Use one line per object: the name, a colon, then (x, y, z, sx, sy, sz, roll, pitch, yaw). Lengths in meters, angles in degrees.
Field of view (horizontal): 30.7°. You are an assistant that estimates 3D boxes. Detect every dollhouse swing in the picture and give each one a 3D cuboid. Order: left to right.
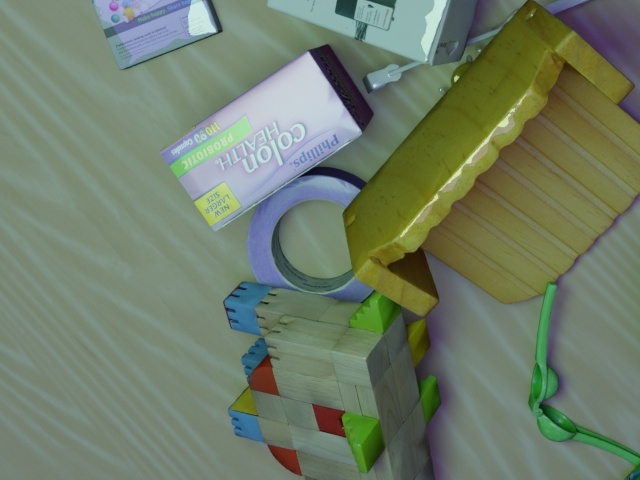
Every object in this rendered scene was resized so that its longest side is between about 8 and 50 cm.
dollhouse swing: (0.253, -0.044, 1.374, 0.305, 0.315, 0.347, 38, 104, -15)

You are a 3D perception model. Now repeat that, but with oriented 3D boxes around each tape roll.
tape roll: (0.000, 0.000, 1.557, 0.189, 0.080, 0.188, 1, 103, 5)

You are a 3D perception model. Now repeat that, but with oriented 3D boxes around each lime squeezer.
lime squeezer: (0.329, 0.206, 1.568, 0.110, 0.059, 0.310, -22, 109, 25)

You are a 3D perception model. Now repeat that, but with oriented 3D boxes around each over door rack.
over door rack: (0.158, -0.349, 1.445, 0.324, 0.108, 0.239, -22, 92, 9)

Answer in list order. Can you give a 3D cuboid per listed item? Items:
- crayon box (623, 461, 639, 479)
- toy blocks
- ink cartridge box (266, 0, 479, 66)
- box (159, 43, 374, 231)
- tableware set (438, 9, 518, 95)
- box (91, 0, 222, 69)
crayon box: (0.461, 0.410, 1.589, 0.165, 0.081, 0.278, 39, 102, -10)
toy blocks: (-0.005, 0.211, 1.522, 0.261, 0.191, 0.381, 9, 128, 32)
ink cartridge box: (0.066, -0.280, 1.365, 0.208, 0.153, 0.086, 23, 108, 15)
box: (-0.058, -0.135, 1.452, 0.214, 0.243, 0.117, -32, 97, 11)
tableware set: (0.237, -0.216, 1.519, 0.104, 0.024, 0.154, 42, 99, -4)
box: (-0.230, -0.336, 1.531, 0.145, 0.038, 0.186, -19, 98, 9)
